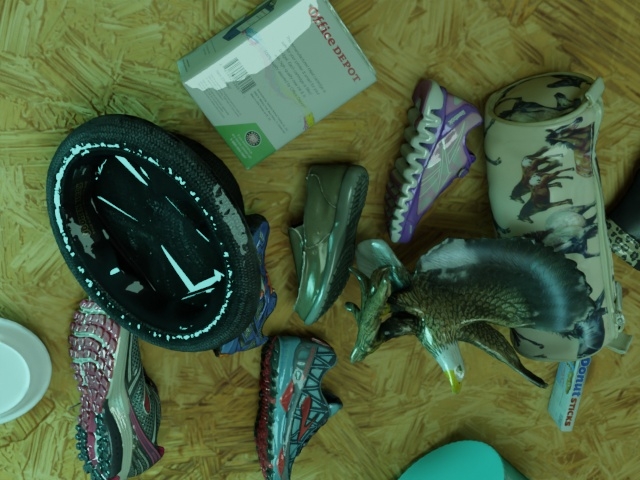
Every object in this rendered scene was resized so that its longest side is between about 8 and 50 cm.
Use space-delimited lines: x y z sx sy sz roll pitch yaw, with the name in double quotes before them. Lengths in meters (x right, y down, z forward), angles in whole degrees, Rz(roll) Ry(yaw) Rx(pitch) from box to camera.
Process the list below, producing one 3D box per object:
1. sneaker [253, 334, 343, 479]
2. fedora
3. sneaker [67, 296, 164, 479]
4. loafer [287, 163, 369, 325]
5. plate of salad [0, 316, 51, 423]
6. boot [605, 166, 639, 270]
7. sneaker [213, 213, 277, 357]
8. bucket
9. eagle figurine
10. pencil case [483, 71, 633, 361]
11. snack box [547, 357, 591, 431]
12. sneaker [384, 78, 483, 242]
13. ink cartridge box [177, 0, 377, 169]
"sneaker" -0.027 0.265 1.856 0.125 0.104 0.262 0 114 -14
"fedora" -0.190 -0.027 1.630 0.334 0.152 0.334 14 122 23
"sneaker" -0.284 0.199 1.779 0.112 0.121 0.299 -15 119 -38
"loafer" 0.000 0.000 1.763 0.087 0.094 0.251 21 113 16
"plate of salad" -0.478 0.179 1.754 0.200 0.048 0.200 -7 125 -10
"boot" 0.534 -0.025 1.855 0.236 0.085 0.178 31 107 -17
"sneaker" -0.101 0.062 1.772 0.087 0.083 0.221 -1 120 -26
"bucket" 0.226 0.451 1.905 0.281 0.281 0.183 -38 114 6
"eagle figurine" 0.190 0.106 1.720 0.298 0.226 0.225 -4 95 -17
"pencil case" 0.333 -0.031 1.760 0.183 0.160 0.410 1 118 24
"snack box" 0.388 0.202 1.934 0.022 0.064 0.178 5 113 -12
"sneaker" 0.157 -0.100 1.733 0.104 0.095 0.236 12 110 -14
"ink cartridge box" -0.056 -0.221 1.637 0.212 0.093 0.154 -34 117 6
